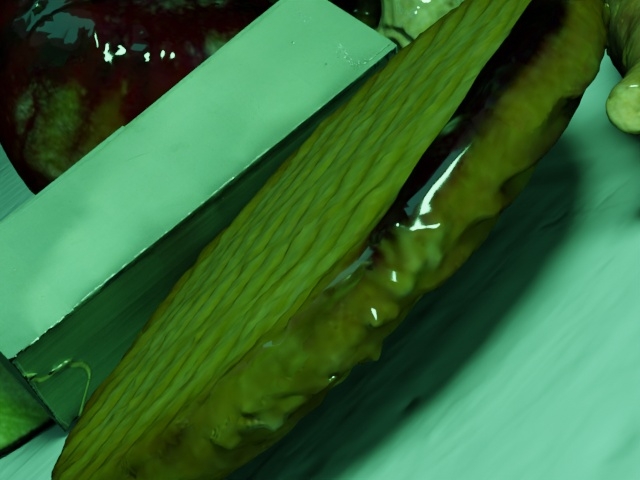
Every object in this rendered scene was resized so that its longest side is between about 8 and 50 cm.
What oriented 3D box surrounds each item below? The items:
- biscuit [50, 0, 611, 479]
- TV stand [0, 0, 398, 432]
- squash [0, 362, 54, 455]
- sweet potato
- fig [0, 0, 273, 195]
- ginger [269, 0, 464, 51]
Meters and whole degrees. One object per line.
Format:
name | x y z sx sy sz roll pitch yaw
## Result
biscuit | 0.000 0.000 0.608 0.318 0.040 0.318 -44 10 10
TV stand | -0.075 -0.022 0.791 0.269 0.083 0.088 -40 54 -15
squash | -0.175 0.044 0.868 0.184 0.085 0.192 -30 18 25
sweet potato | 0.154 -0.110 0.627 0.314 0.066 0.072 -72 -4 -64
fig | -0.127 -0.108 0.973 0.224 0.224 0.263 -43 15 -23
ginger | 0.067 -0.203 0.925 0.276 0.221 0.130 -87 14 -51
